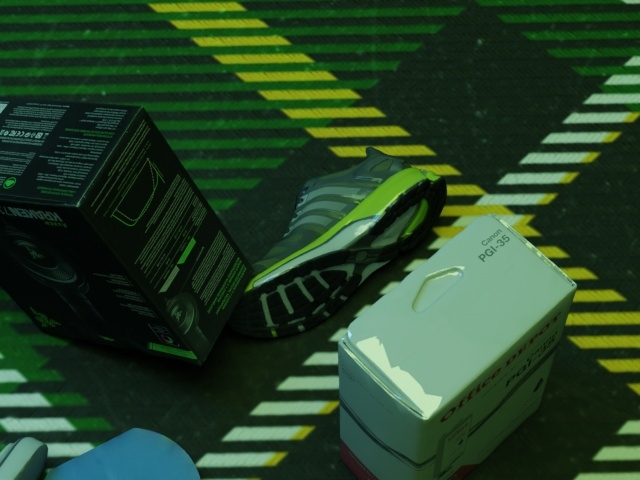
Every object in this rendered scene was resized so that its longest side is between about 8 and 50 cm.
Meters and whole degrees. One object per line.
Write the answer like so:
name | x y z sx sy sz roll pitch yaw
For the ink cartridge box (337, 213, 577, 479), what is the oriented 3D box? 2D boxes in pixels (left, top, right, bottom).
ink cartridge box | 0.126 0.135 1.287 0.207 0.283 0.117 -39 66 -20

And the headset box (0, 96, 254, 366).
headset box | -0.239 -0.006 1.358 0.246 0.283 0.131 8 56 33

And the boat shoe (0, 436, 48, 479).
boat shoe | -0.380 0.302 1.311 0.088 0.096 0.267 29 72 12

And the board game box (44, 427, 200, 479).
board game box | -0.207 0.275 1.357 0.168 0.033 0.133 -26 57 -19

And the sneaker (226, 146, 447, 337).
sneaker | 0.000 0.000 1.489 0.300 0.111 0.121 -34 48 -19
